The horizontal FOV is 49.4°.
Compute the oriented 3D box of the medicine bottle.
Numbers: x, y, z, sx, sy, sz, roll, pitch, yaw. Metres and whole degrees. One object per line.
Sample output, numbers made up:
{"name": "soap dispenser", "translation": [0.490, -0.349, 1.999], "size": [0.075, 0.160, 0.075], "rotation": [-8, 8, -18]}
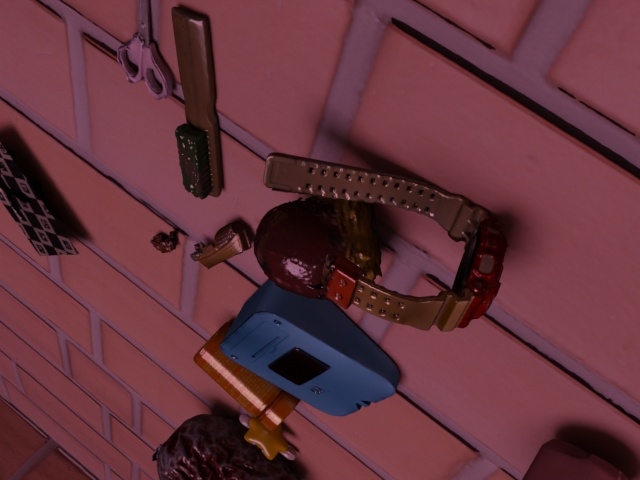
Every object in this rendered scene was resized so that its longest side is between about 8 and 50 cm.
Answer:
{"name": "medicine bottle", "translation": [-0.128, 0.242, 1.242], "size": [0.192, 0.096, 0.096], "rotation": [42, 145, 1]}

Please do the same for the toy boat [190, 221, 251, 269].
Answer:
{"name": "toy boat", "translation": [-0.156, 0.009, 1.077], "size": [0.149, 0.047, 0.048], "rotation": [-24, 95, 50]}

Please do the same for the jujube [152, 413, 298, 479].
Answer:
{"name": "jujube", "translation": [-0.201, 0.516, 1.491], "size": [0.317, 0.226, 0.226], "rotation": [32, 143, 12]}

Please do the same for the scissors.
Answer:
{"name": "scissors", "translation": [-0.226, -0.267, 0.890], "size": [0.100, 0.015, 0.189], "rotation": [35, 143, 16]}

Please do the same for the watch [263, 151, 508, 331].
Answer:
{"name": "watch", "translation": [0.060, 0.001, 0.732], "size": [0.269, 0.164, 0.102], "rotation": [12, 140, -2]}

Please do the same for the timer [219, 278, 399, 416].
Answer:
{"name": "timer", "translation": [-0.013, 0.174, 1.106], "size": [0.250, 0.091, 0.232], "rotation": [36, 145, -9]}

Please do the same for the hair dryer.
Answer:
{"name": "hair dryer", "translation": [0.304, 0.401, 0.951], "size": [0.125, 0.210, 0.352], "rotation": [30, 167, 21]}

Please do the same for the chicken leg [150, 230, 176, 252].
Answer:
{"name": "chicken leg", "translation": [-0.265, 0.003, 1.196], "size": [0.083, 0.021, 0.036], "rotation": [-9, 110, 48]}

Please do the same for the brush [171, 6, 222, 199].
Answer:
{"name": "brush", "translation": [-0.167, -0.166, 0.912], "size": [0.054, 0.048, 0.282], "rotation": [28, 140, 21]}

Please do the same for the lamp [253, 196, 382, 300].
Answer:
{"name": "lamp", "translation": [0.000, -0.001, 0.846], "size": [0.157, 0.156, 0.134], "rotation": [13, 97, -5]}

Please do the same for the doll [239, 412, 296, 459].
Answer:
{"name": "doll", "translation": [-0.113, 0.396, 1.425], "size": [0.135, 0.071, 0.113], "rotation": [29, 161, 30]}

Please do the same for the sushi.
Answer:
{"name": "sushi", "translation": [-0.587, -0.093, 1.391], "size": [0.193, 0.043, 0.279], "rotation": [-2, 124, 45]}
